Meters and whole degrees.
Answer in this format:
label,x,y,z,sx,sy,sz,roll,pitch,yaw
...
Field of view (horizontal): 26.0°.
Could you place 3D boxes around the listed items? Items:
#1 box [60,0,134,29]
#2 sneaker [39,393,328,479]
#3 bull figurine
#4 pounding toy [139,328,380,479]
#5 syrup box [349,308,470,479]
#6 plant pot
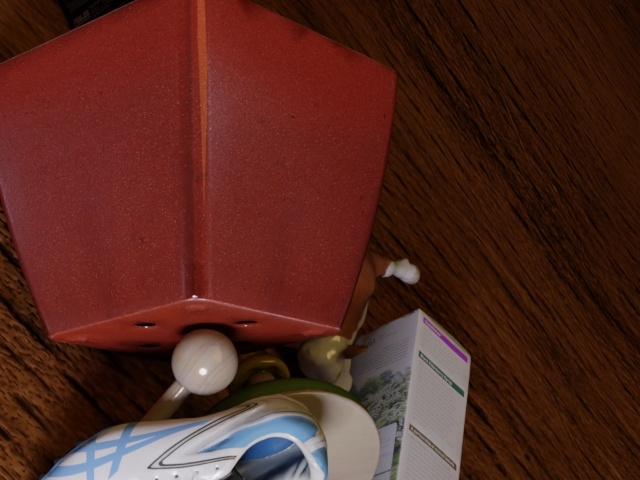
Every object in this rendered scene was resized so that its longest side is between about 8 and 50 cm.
label,x,y,z,sx,sy,sz,roll,pitch,yaw
box,-0.179,-0.299,1.304,0.077,0.180,0.147,-22,85,-55
sneaker,-0.107,0.181,1.052,0.086,0.237,0.085,-126,-157,-56
bull figurine,0.000,0.000,1.418,0.188,0.101,0.310,-14,81,-60
pounding toy,-0.070,0.156,1.181,0.237,0.183,0.110,29,20,-36
syrup box,0.082,0.194,1.397,0.096,0.093,0.237,43,38,-27
plant pot,-0.106,-0.032,1.168,0.267,0.267,0.236,16,65,-48
